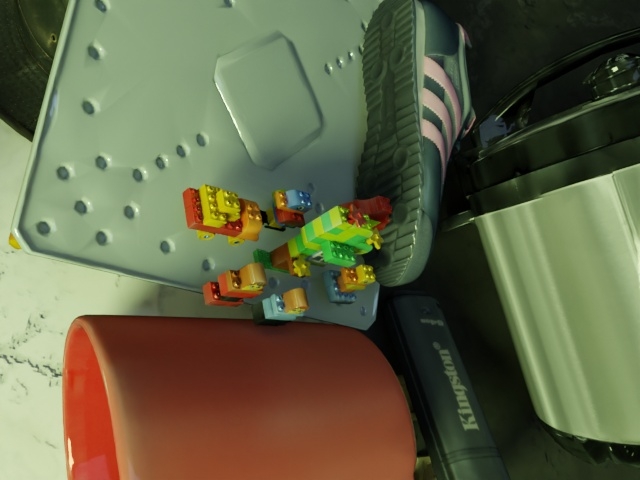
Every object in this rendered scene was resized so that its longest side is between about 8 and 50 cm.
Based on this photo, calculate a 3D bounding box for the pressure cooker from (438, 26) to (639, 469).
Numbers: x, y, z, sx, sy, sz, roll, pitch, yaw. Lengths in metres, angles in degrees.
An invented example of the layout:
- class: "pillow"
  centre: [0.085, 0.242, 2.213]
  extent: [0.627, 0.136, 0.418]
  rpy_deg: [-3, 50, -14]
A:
- class: "pressure cooker"
  centre: [0.365, -0.016, 0.622]
  extent: [0.370, 0.375, 0.420]
  rpy_deg: [-17, 88, -19]

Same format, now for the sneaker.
- class: "sneaker"
  centre: [0.118, -0.105, 0.629]
  extent: [0.131, 0.112, 0.318]
  rpy_deg: [10, 81, -32]

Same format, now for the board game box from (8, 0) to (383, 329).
- class: "board game box"
  centre: [-0.062, -0.133, 0.571]
  extent: [0.390, 0.050, 0.389]
  rpy_deg: [20, 72, -44]

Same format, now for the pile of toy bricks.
- class: "pile of toy bricks"
  centre: [0.000, 0.000, 0.490]
  extent: [0.212, 0.105, 0.118]
  rpy_deg: [11, 57, -47]

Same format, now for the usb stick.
- class: "usb stick"
  centre: [0.133, 0.172, 0.611]
  extent: [0.077, 0.045, 0.278]
  rpy_deg: [2, 49, -21]

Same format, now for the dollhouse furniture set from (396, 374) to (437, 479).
- class: "dollhouse furniture set"
  centre: [0.110, 0.223, 0.618]
  extent: [0.144, 0.123, 0.151]
  rpy_deg: [1, 80, -21]

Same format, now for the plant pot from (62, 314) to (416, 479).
- class: "plant pot"
  centre: [-0.070, 0.184, 0.496]
  extent: [0.243, 0.275, 0.274]
  rpy_deg: [-4, 82, -30]

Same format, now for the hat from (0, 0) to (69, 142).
- class: "hat"
  centre: [-0.205, -0.231, 0.576]
  extent: [0.332, 0.134, 0.331]
  rpy_deg: [3, 80, -20]
